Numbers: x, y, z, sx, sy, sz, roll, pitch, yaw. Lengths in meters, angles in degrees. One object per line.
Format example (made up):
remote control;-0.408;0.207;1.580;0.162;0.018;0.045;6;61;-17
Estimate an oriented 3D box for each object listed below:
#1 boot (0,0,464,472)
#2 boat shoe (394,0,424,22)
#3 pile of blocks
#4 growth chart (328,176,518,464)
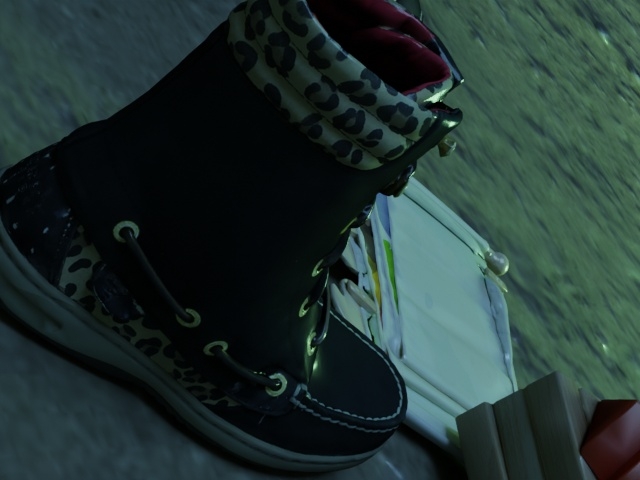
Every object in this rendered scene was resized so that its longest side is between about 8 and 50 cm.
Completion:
boot;0.000;0.001;0.625;0.236;0.179;0.085;32;33;-37
boat shoe;0.019;-0.090;0.901;0.068;0.081;0.227;51;32;-14
pile of blocks;0.136;0.194;0.683;0.149;0.113;0.362;47;29;-20
growth chart;0.060;0.034;0.879;0.172;0.021;0.237;41;28;-25
